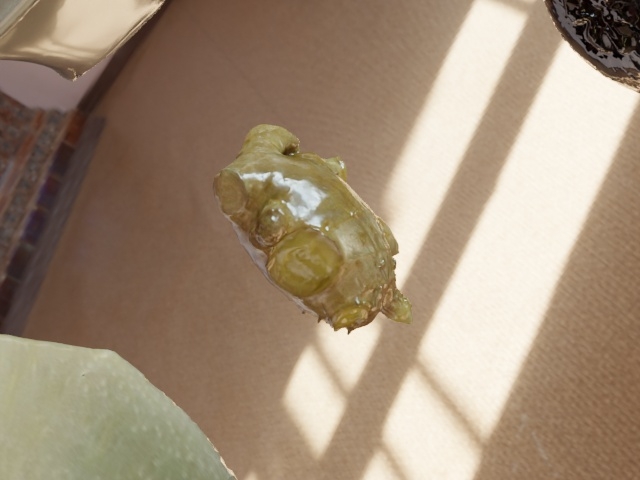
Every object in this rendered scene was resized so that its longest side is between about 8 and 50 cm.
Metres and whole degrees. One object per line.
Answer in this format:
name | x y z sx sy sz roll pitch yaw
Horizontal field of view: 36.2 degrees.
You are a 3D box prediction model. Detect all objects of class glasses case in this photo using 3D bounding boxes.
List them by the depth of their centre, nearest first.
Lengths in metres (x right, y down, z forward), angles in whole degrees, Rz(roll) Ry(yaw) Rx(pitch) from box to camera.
glasses case | -0.194 -0.186 0.723 0.128 0.083 0.308 -52 4 4

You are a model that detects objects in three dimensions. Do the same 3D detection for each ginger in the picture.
ginger | 0.000 0.000 0.837 0.102 0.216 0.157 -40 10 22

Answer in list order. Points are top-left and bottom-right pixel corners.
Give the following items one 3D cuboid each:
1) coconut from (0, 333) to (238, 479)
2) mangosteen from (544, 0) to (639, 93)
coconut | -0.190 0.192 0.437 0.352 0.352 0.352 -35 38 33
mangosteen | 0.254 -0.215 0.671 0.216 0.216 0.216 -35 38 33
